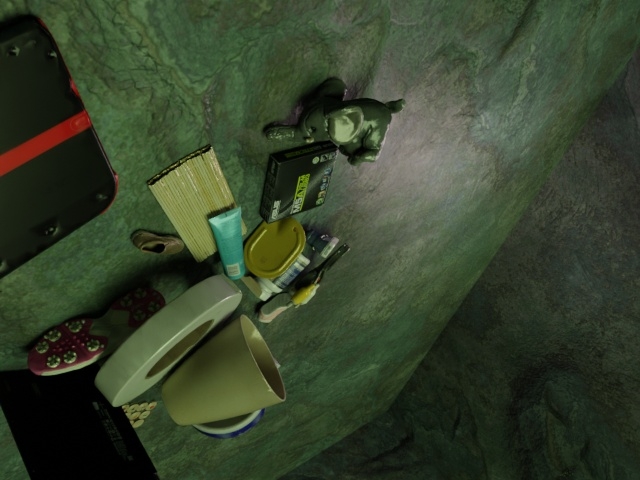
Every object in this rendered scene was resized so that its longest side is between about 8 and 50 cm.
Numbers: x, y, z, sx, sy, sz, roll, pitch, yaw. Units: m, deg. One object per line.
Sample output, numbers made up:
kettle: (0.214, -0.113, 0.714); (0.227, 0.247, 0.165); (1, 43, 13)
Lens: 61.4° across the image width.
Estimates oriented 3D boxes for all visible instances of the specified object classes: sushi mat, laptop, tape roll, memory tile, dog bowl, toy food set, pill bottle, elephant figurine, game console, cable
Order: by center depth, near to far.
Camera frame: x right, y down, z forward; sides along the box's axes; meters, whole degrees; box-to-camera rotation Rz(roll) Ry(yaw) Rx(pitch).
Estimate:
game console: (-0.500, -0.090, 0.772); (0.387, 0.060, 0.341); (-42, 145, -28)
elephant figurine: (0.034, -0.267, 1.191); (0.240, 0.170, 0.185); (20, 85, -41)
sushi mat: (-0.261, -0.070, 1.201); (0.152, 0.019, 0.316); (-35, 150, -13)
laptop: (-0.537, 0.508, 1.240); (0.236, 0.382, 0.408); (-53, 150, 15)
tape roll: (-0.354, 0.235, 1.294); (0.392, 0.072, 0.392); (-43, 173, -7)
toy food set: (-0.132, 0.028, 1.419); (0.218, 0.128, 0.071); (-48, -177, 4)
pill bottle: (-0.119, 0.085, 1.502); (0.169, 0.094, 0.094); (-46, 151, 3)
dog bowl: (-0.283, 0.439, 1.586); (0.265, 0.265, 0.104); (-32, 153, -19)
memory tile: (-0.566, 0.521, 1.603); (0.113, 0.012, 0.148); (-49, 151, 10)
cable: (0.011, 0.106, 1.642); (0.287, 0.072, 0.139); (-40, 174, 30)

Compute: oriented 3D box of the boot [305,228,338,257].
boot: (0.000, 0.000, 1.578); (0.069, 0.086, 0.190); (-53, 179, 1)

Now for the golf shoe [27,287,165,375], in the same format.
golf shoe: (-0.488, 0.227, 1.217); (0.306, 0.115, 0.140); (-26, 150, -27)

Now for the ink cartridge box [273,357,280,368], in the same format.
ink cartridge box: (-0.224, 0.439, 1.885); (0.097, 0.046, 0.207); (-44, 151, -3)

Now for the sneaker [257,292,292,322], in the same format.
sneaker: (-0.144, 0.213, 1.691); (0.134, 0.051, 0.070); (-26, 159, -40)

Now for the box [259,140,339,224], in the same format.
box: (-0.054, -0.145, 1.334); (0.184, 0.045, 0.190); (-23, 144, -36)

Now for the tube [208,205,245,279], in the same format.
tube: (-0.217, 0.010, 1.295); (0.080, 0.052, 0.207); (-31, 144, -27)

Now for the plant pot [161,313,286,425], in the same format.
plant pot: (-0.273, 0.372, 1.443); (0.274, 0.256, 0.256); (-27, 150, 0)

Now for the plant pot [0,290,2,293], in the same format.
plant pot: (-0.633, 0.154, 0.877); (0.236, 0.236, 0.032); (-39, 111, -7)

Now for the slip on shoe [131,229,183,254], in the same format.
slip on shoe: (-0.348, 0.012, 1.174); (0.051, 0.041, 0.135); (-46, 151, 11)
